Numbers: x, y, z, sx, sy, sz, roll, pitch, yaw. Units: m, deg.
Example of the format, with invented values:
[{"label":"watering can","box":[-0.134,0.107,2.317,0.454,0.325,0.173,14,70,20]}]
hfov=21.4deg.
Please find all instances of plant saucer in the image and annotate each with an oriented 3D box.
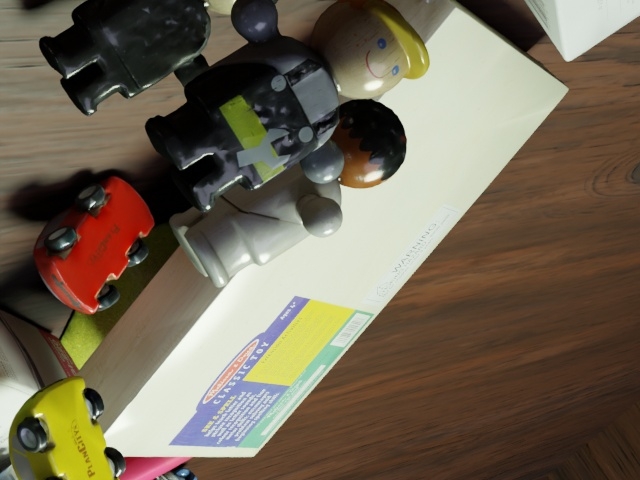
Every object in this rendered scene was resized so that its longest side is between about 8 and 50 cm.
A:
[{"label":"plant saucer","box":[-0.104,0.043,1.354,0.188,0.045,0.188,-19,156,-34]}]

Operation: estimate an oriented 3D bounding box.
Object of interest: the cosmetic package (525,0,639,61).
[{"label":"cosmetic package","box":[0.230,-0.283,1.008,0.284,0.097,0.377,-31,160,1]}]

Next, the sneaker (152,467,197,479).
[{"label":"sneaker","box":[-0.174,0.259,1.765,0.058,0.052,0.135,-49,163,16]}]

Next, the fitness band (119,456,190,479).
[{"label":"fitness band","box":[-0.183,0.172,1.507,0.291,0.054,0.209,-31,160,14]}]

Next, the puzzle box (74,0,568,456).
[{"label":"puzzle box","box":[0.000,0.000,1.270,0.409,0.052,0.272,-50,158,10]}]

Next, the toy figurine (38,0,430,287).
[{"label":"toy figurine","box":[-0.046,-0.102,0.864,0.148,0.209,0.213,-34,161,-11]}]

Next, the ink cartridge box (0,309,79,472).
[{"label":"ink cartridge box","box":[-0.275,0.124,1.224,0.159,0.092,0.218,-34,162,4]}]

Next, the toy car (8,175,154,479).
[{"label":"toy car","box":[-0.210,0.056,1.080,0.053,0.239,0.225,-10,159,41]}]

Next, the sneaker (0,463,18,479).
[{"label":"sneaker","box":[-0.287,0.246,1.175,0.182,0.127,0.315,-40,160,19]}]
